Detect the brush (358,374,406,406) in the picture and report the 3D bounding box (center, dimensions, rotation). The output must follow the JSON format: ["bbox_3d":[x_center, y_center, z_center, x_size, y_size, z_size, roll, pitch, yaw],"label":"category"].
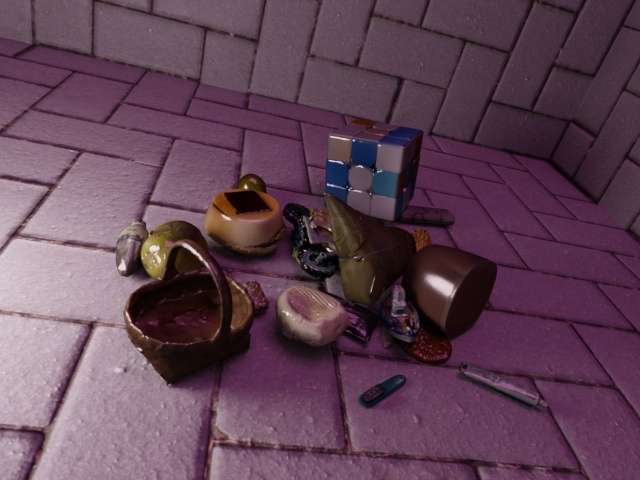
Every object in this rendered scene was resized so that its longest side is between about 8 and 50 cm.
[{"bbox_3d":[0.179,0.409,1.391,0.193,0.032,0.043,-17,44,-41],"label":"brush"}]

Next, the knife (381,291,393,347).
[{"bbox_3d":[0.228,0.262,1.671,0.047,0.017,0.298,15,34,2],"label":"knife"}]

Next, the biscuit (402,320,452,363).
[{"bbox_3d":[0.337,0.322,1.615,0.187,0.027,0.188,12,30,-7],"label":"biscuit"}]

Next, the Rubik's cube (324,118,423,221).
[{"bbox_3d":[0.241,-0.328,2.254,0.346,0.347,0.344,13,27,20],"label":"Rubik's cube"}]

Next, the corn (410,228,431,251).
[{"bbox_3d":[0.393,0.060,1.996,0.115,0.115,0.318,18,33,1],"label":"corn"}]

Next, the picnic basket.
[{"bbox_3d":[-0.323,0.149,1.287,0.337,0.337,0.293,-17,44,-43],"label":"picnic basket"}]

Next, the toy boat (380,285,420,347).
[{"bbox_3d":[0.255,0.232,1.592,0.114,0.115,0.262,-3,32,-6],"label":"toy boat"}]

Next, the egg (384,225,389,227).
[{"bbox_3d":[0.240,0.012,1.964,0.141,0.141,0.181,24,12,12],"label":"egg"}]

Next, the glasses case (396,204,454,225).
[{"bbox_3d":[0.485,-0.119,2.372,0.299,0.060,0.114,4,32,-21],"label":"glasses case"}]

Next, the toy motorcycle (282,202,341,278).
[{"bbox_3d":[0.000,0.000,1.824,0.236,0.169,0.410,13,34,-29],"label":"toy motorcycle"}]

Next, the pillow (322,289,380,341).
[{"bbox_3d":[0.079,0.240,1.592,0.208,0.055,0.141,23,38,11],"label":"pillow"}]

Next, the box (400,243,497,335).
[{"bbox_3d":[0.431,0.152,1.705,0.301,0.301,0.216,-13,32,-41],"label":"box"}]

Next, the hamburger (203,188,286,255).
[{"bbox_3d":[-0.271,-0.063,1.803,0.301,0.170,0.302,9,30,-5],"label":"hamburger"}]

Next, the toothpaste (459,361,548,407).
[{"bbox_3d":[0.552,0.440,1.513,0.268,0.047,0.069,23,50,15],"label":"toothpaste"}]

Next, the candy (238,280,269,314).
[{"bbox_3d":[-0.211,0.178,1.534,0.095,0.085,0.110,-11,51,-25],"label":"candy"}]

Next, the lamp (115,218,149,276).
[{"bbox_3d":[-0.591,0.021,1.571,0.101,0.101,0.250,9,36,-13],"label":"lamp"}]

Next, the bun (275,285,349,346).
[{"bbox_3d":[-0.036,0.234,1.469,0.231,0.133,0.231,15,22,-6],"label":"bun"}]

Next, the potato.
[{"bbox_3d":[-0.455,0.027,1.576,0.197,0.149,0.228,37,26,22],"label":"potato"}]

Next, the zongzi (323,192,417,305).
[{"bbox_3d":[0.175,-0.030,1.683,0.174,0.393,0.356,-6,20,42],"label":"zongzi"}]

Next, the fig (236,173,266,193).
[{"bbox_3d":[-0.257,-0.172,2.059,0.124,0.124,0.236,-11,55,-38],"label":"fig"}]
